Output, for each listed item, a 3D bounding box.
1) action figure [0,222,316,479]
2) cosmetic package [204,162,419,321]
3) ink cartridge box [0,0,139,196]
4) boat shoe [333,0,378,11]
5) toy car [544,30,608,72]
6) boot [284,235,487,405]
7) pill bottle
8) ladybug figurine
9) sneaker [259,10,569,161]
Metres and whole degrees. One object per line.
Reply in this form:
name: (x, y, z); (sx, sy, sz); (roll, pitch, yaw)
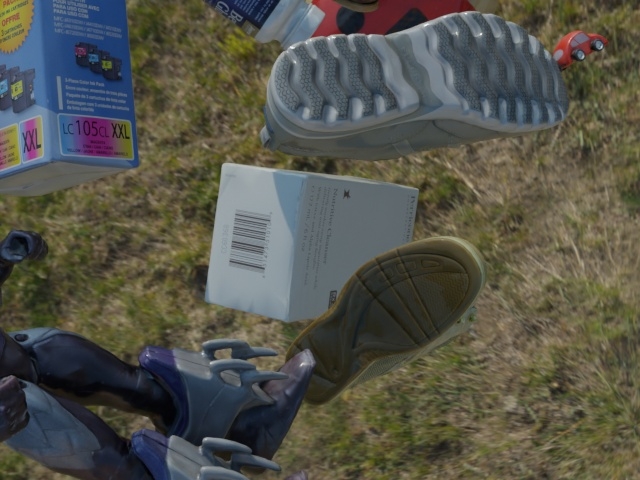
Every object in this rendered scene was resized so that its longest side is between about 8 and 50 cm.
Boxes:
action figure: (-0.141, 0.065, 0.435); (0.099, 0.285, 0.185); (-54, 26, 25)
cosmetic package: (0.000, 0.000, 1.443); (0.156, 0.385, 0.217); (11, 97, 31)
ink cartridge box: (-0.411, -0.277, 1.320); (0.270, 0.151, 0.395); (-10, 82, 41)
boat shoe: (0.005, -0.407, 1.361); (0.207, 0.073, 0.073); (25, 47, 25)
toy car: (0.359, -0.286, 1.507); (0.239, 0.225, 0.053); (-28, 92, 16)
boot: (0.085, 0.053, 0.757); (0.213, 0.165, 0.077); (-43, 71, 39)
pill bottle: (-0.081, -0.315, 1.180); (0.169, 0.094, 0.094); (35, 92, -10)
ladybug figurine: (0.135, -0.393, 1.670); (0.305, 0.162, 0.449); (41, 111, -18)
sneaker: (0.077, -0.122, 0.773); (0.281, 0.115, 0.105); (-3, 74, -22)
